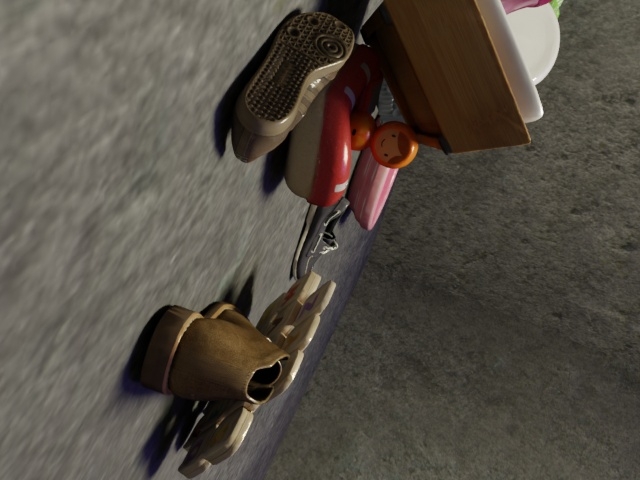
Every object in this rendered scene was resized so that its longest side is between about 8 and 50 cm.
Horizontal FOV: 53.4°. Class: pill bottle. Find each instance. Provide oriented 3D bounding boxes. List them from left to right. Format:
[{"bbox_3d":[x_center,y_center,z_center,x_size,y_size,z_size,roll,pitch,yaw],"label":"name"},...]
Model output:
[{"bbox_3d":[0.343,-0.431,1.434,0.210,0.210,0.363,-69,-160,2],"label":"pill bottle"}]

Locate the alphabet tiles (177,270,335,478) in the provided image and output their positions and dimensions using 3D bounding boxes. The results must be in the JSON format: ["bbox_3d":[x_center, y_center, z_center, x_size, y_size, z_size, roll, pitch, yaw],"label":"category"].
[{"bbox_3d":[-0.086,0.163,0.816,0.278,0.021,0.284,-42,-165,45],"label":"alphabet tiles"}]

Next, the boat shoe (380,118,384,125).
[{"bbox_3d":[0.175,-0.348,1.381,0.096,0.098,0.277,-8,-115,68],"label":"boat shoe"}]

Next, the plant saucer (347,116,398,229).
[{"bbox_3d":[0.150,-0.192,1.625,0.332,0.084,0.333,21,90,-82],"label":"plant saucer"}]

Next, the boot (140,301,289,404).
[{"bbox_3d":[-0.093,0.132,0.689,0.305,0.115,0.113,76,32,-84],"label":"boot"}]

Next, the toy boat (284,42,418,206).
[{"bbox_3d":[0.049,-0.135,0.801,0.151,0.151,0.231,103,11,-47],"label":"toy boat"}]

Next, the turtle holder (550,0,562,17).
[{"bbox_3d":[0.419,-0.641,1.410,0.227,0.320,0.244,134,-22,-72],"label":"turtle holder"}]

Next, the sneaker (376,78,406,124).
[{"bbox_3d":[0.151,-0.373,1.157,0.131,0.112,0.319,-95,-168,-46],"label":"sneaker"}]

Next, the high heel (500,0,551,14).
[{"bbox_3d":[0.218,-0.351,0.796,0.244,0.117,0.082,-111,175,-55],"label":"high heel"}]

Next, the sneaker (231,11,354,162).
[{"bbox_3d":[-0.032,-0.147,0.597,0.188,0.066,0.071,-56,-177,-39],"label":"sneaker"}]

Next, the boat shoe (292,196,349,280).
[{"bbox_3d":[0.000,0.000,1.160,0.075,0.064,0.206,-57,167,-57],"label":"boat shoe"}]

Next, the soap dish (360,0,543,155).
[{"bbox_3d":[0.150,-0.223,0.804,0.118,0.229,0.291,-26,-168,3],"label":"soap dish"}]
